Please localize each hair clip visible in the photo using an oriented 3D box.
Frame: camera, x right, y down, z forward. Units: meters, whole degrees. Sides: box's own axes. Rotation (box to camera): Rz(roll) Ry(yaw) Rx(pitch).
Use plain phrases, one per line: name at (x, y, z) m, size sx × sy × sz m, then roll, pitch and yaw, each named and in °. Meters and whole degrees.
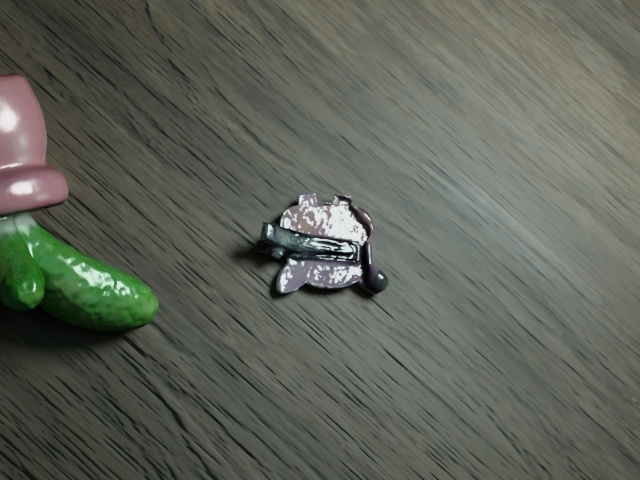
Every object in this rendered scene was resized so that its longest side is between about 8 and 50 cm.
hair clip at (-0.004, 0.003, 1.723) m, size 0.187 × 0.056 × 0.146 m, roll 4°, pitch 70°, yaw -24°

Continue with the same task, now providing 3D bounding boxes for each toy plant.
toy plant at (-0.386, -0.029, 1.540) m, size 0.317 × 0.210 × 0.356 m, roll -16°, pitch 90°, yaw -22°
